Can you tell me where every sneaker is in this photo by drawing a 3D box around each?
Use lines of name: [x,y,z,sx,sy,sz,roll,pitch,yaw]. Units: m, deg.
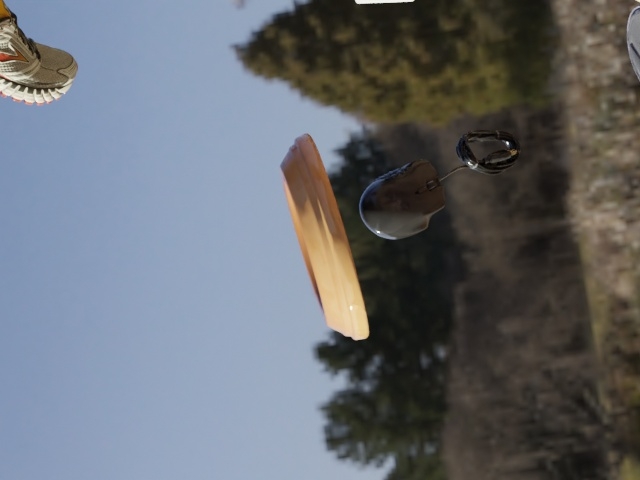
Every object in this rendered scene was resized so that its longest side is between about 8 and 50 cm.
sneaker: [-0.338,-0.208,1.590,0.088,0.092,0.225,44,-161,32]

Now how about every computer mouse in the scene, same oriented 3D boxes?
computer mouse: [0.134,-0.066,1.585,0.242,0.041,0.071,-29,-88,-37]

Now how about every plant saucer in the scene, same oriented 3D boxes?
plant saucer: [0.000,0.000,1.408,0.200,0.037,0.200,164,90,-86]

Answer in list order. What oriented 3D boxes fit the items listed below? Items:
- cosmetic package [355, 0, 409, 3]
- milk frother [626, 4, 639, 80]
cosmetic package: [0.076,-0.561,2.080,0.377,0.097,0.284,66,-149,-48]
milk frother: [0.365,-0.214,1.376,0.129,0.135,0.143,-135,32,-68]
